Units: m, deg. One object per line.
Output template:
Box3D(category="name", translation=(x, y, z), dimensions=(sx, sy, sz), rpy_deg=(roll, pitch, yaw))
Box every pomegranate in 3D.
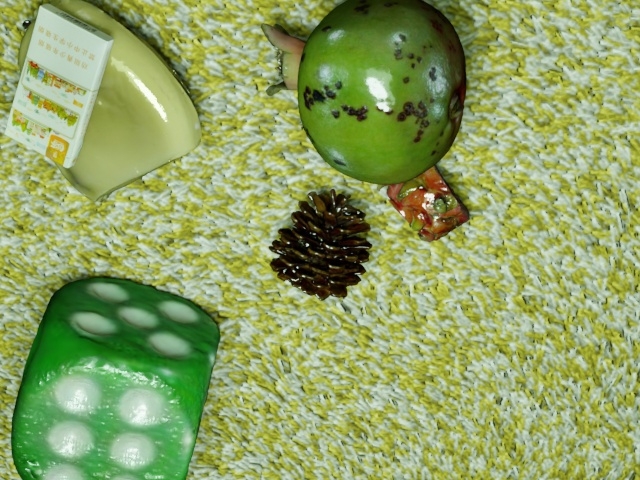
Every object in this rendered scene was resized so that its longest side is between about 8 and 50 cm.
Box3D(category="pomegranate", translation=(0.055, -0.229, 1.698), dimensions=(0.323, 0.291, 0.291), rpy_deg=(12, 111, 0))

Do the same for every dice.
Box3D(category="dice", translation=(-0.331, 0.253, 1.896), dimensions=(0.287, 0.300, 0.297), rpy_deg=(15, 111, -3))

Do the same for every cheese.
Box3D(category="cheese", translation=(-0.346, -0.231, 1.807), dimensions=(0.259, 0.128, 0.316), rpy_deg=(-25, 103, 16))

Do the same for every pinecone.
Box3D(category="pinecone", translation=(0.008, -0.002, 1.848), dimensions=(0.163, 0.163, 0.165), rpy_deg=(20, 109, -3))

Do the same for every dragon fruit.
Box3D(category="dragon fruit", translation=(0.170, -0.057, 1.847), dimensions=(0.147, 0.096, 0.102), rpy_deg=(44, 111, -10))

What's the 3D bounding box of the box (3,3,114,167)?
Box3D(category="box", translation=(-0.395, -0.230, 1.742), dimensions=(0.122, 0.032, 0.220), rpy_deg=(28, 117, 8))
